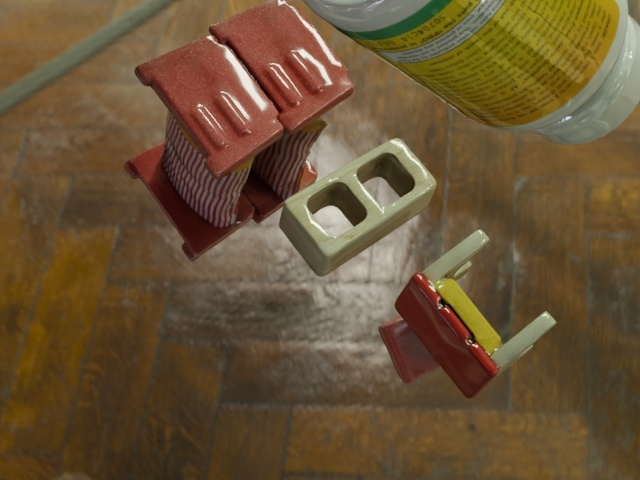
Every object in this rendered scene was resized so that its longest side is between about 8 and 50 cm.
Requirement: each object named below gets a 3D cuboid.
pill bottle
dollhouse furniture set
[{"bbox_3d":[0.091,-0.128,0.687,0.118,0.208,0.117,-18,61,36],"label":"pill bottle"},{"bbox_3d":[0.000,0.000,1.095,0.152,0.201,0.374,-32,75,-21],"label":"dollhouse furniture set"}]
